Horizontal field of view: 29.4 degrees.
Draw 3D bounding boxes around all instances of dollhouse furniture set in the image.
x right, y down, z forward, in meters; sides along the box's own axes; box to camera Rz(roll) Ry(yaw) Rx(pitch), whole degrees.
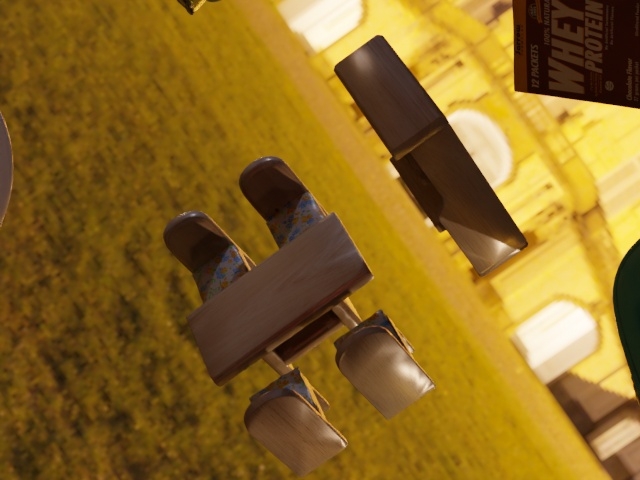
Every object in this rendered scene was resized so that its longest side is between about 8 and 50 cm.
[{"bbox_3d":[0.000,0.000,0.874,0.161,0.242,0.212,49,8,-44],"label":"dollhouse furniture set"}]

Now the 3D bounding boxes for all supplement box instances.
[{"bbox_3d":[0.357,-0.247,1.427,0.191,0.194,0.129,16,-61,42],"label":"supplement box"}]

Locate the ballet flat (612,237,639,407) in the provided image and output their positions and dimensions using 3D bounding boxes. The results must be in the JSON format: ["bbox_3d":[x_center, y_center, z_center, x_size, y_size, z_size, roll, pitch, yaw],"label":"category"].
[{"bbox_3d":[0.301,0.188,0.777,0.182,0.164,0.483,23,45,-19],"label":"ballet flat"}]

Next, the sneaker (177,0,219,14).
[{"bbox_3d":[-0.091,-0.223,0.655,0.209,0.082,0.069,56,-2,-37],"label":"sneaker"}]

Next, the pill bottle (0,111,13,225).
[{"bbox_3d":[-0.274,-0.073,0.608,0.283,0.161,0.161,32,-14,44],"label":"pill bottle"}]
